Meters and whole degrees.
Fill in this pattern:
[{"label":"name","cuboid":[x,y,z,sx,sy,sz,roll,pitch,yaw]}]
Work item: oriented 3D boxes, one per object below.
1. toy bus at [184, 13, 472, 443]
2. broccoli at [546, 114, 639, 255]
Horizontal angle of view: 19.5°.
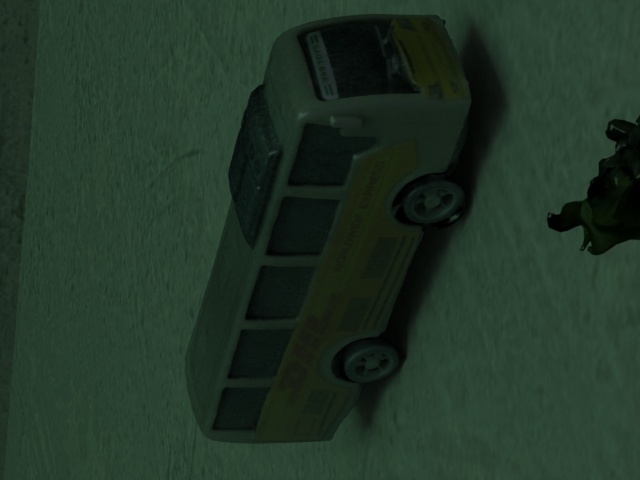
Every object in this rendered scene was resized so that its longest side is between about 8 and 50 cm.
[{"label":"toy bus","cuboid":[0.000,0.000,1.246,0.342,0.138,0.097,108,156,-44]},{"label":"broccoli","cuboid":[0.186,0.059,0.793,0.304,0.145,0.165,96,151,-48]}]
